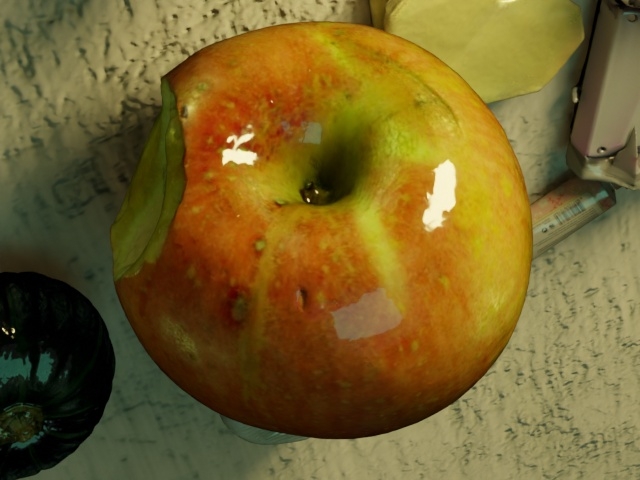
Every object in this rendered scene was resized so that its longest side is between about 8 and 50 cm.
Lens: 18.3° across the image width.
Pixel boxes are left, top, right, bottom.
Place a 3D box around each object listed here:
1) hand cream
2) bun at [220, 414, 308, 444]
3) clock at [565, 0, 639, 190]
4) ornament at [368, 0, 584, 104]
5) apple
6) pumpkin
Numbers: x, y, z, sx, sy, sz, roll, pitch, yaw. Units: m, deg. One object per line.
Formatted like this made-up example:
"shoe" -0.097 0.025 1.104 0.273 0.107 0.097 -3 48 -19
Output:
"hand cream" 0.197 -0.006 1.875 0.210 0.043 0.067 -33 132 11
"bun" -0.032 0.128 1.844 0.141 0.083 0.141 -15 141 -12
"clock" 0.349 -0.145 1.800 0.253 0.083 0.186 -8 129 -19
"ornament" 0.113 -0.164 1.692 0.201 0.059 0.180 20 119 -38
"apple" 0.000 0.000 1.591 0.339 0.339 0.339 -13 131 -16
"pumpkin" -0.270 0.119 1.682 0.202 0.140 0.202 -12 132 -14
